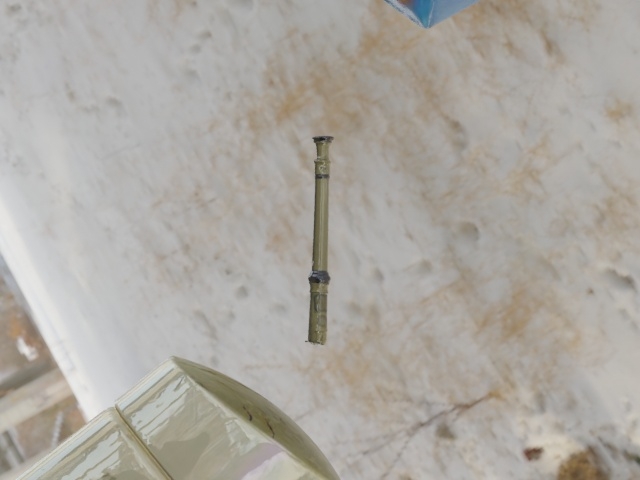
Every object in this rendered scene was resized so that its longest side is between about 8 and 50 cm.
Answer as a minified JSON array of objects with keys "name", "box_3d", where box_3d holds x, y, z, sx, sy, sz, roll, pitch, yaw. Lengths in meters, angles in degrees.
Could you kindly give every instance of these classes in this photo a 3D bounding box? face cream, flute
[{"name":"face cream","box_3d":[-0.159,0.227,0.714,0.173,0.348,0.081,54,170,-22]},{"name":"flute","box_3d":[0.000,0.000,1.142,0.027,0.027,0.233,177,95,-73]}]

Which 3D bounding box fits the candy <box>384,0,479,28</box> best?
[{"name":"candy","box_3d":[0.083,-0.250,0.404,0.100,0.157,0.306,44,151,28]}]
